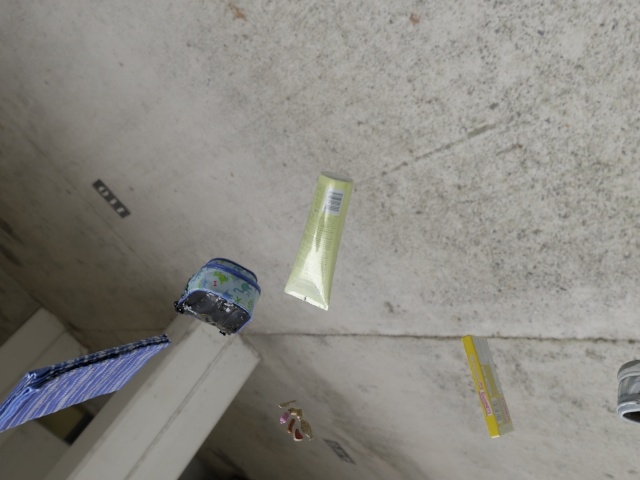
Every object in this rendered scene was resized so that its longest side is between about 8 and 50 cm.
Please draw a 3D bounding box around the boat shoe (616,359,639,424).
[{"bbox_3d":[0.649,0.292,0.870,0.320,0.103,0.118,18,139,18],"label":"boat shoe"}]

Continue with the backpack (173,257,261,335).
[{"bbox_3d":[-0.140,0.075,0.784,0.105,0.084,0.114,29,149,-16],"label":"backpack"}]

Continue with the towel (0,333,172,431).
[{"bbox_3d":[-0.499,0.303,1.141,0.243,0.336,0.040,-42,72,26],"label":"towel"}]

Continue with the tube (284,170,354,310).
[{"bbox_3d":[0.000,0.000,0.954,0.070,0.062,0.240,44,124,58],"label":"tube"}]

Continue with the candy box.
[{"bbox_3d":[0.353,0.303,1.148,0.027,0.206,0.105,-23,157,27],"label":"candy box"}]

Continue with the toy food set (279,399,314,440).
[{"bbox_3d":[-0.074,0.514,1.533,0.122,0.078,0.019,62,142,32],"label":"toy food set"}]
